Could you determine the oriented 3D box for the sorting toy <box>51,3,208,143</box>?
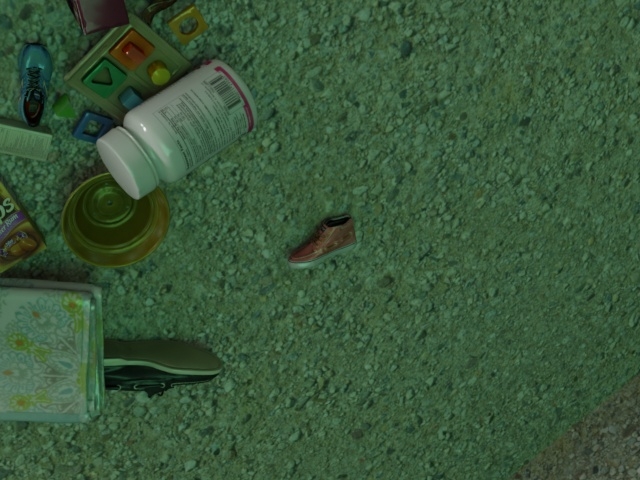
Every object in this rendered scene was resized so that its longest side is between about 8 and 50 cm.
[{"bbox_3d":[-0.354,-0.312,1.670,0.347,0.047,0.196,-43,142,10],"label":"sorting toy"}]

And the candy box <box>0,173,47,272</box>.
[{"bbox_3d":[-0.634,-0.037,1.740,0.109,0.053,0.187,-29,125,-5],"label":"candy box"}]

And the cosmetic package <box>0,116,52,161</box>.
[{"bbox_3d":[-0.574,-0.194,1.682,0.115,0.041,0.060,12,113,-29],"label":"cosmetic package"}]

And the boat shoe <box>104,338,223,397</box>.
[{"bbox_3d":[-0.394,0.300,1.996,0.339,0.127,0.113,5,113,-23],"label":"boat shoe"}]

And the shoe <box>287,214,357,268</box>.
[{"bbox_3d":[0.000,0.000,2.044,0.177,0.063,0.081,-20,123,-19],"label":"shoe"}]

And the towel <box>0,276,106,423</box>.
[{"bbox_3d":[-0.632,0.224,1.826,0.374,0.090,0.321,4,114,-6],"label":"towel"}]

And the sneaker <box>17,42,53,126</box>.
[{"bbox_3d":[-0.523,-0.283,1.633,0.063,0.073,0.162,-2,118,-23],"label":"sneaker"}]

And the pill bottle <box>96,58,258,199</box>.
[{"bbox_3d":[-0.273,-0.211,1.693,0.283,0.160,0.160,-37,128,-21],"label":"pill bottle"}]

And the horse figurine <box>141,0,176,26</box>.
[{"bbox_3d":[-0.294,-0.521,1.588,0.174,0.066,0.263,-15,136,-14],"label":"horse figurine"}]

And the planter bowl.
[{"bbox_3d":[-0.421,-0.060,1.799,0.217,0.090,0.217,-12,123,-18],"label":"planter bowl"}]

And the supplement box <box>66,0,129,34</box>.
[{"bbox_3d":[-0.396,-0.437,1.529,0.080,0.188,0.104,-18,124,-15],"label":"supplement box"}]
